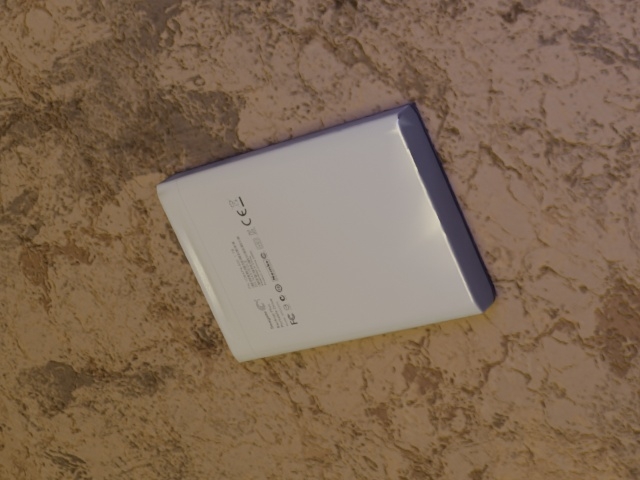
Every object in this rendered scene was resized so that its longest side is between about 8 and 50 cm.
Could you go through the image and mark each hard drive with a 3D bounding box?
[{"bbox_3d":[0.000,0.000,2.108,0.353,0.047,0.233,-14,106,39],"label":"hard drive"}]
